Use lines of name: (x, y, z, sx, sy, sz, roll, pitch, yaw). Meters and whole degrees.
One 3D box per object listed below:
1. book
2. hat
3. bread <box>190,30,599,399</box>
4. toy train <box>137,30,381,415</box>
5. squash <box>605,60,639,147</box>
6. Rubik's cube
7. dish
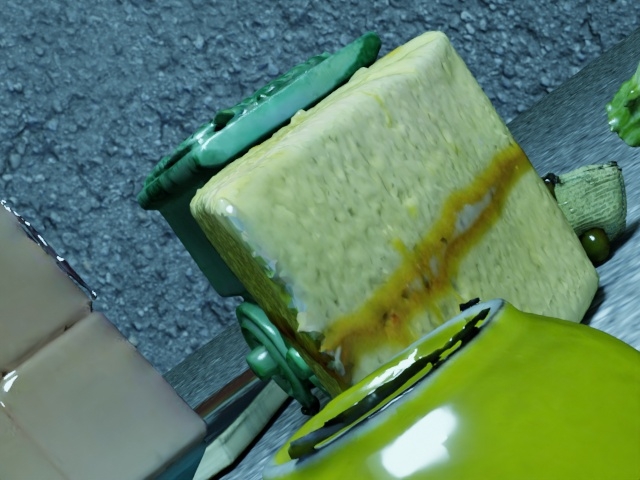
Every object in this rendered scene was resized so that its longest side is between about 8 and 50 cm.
book: (-0.120, 0.181, 1.342, 0.262, 0.028, 0.374, -37, 2, 19)
hat: (0.141, -0.009, 0.920, 0.077, 0.059, 0.076, -27, -9, 42)
bread: (0.053, 0.003, 0.709, 0.163, 0.167, 0.264, -36, 5, -4)
toy train: (0.000, 0.000, 1.002, 0.145, 0.202, 0.266, -35, 4, -15)
squash: (0.302, -0.156, 0.861, 0.118, 0.118, 0.370, -38, -1, -45)
Rubik's cube: (-0.222, 0.126, 0.817, 0.225, 0.221, 0.231, -37, -15, -31)
dish: (0.035, 0.074, 0.475, 0.149, 0.080, 0.208, -35, 1, 44)
